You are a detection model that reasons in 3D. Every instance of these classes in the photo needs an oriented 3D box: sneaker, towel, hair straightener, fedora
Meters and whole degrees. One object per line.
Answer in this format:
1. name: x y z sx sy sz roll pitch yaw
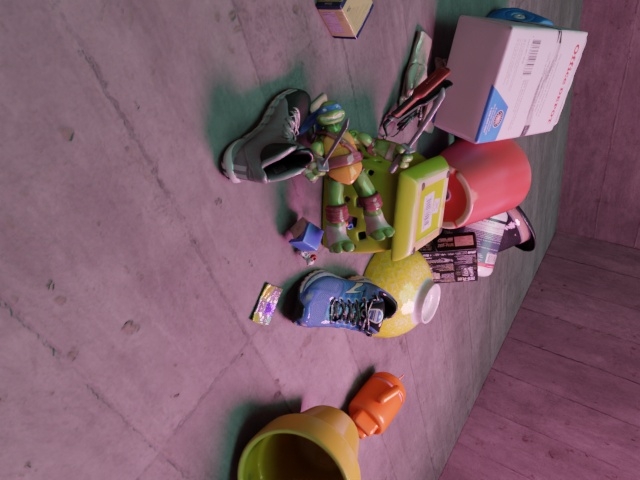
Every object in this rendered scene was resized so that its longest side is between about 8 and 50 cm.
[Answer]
1. sneaker: 0.069 0.145 1.143 0.329 0.147 0.130 0 105 -50
2. towel: -0.107 0.129 1.006 0.060 0.009 0.083 39 72 -56
3. sneaker: -0.049 -0.168 0.841 0.229 0.132 0.086 -54 143 -26
4. hair straightener: 0.237 -0.318 1.222 0.230 0.047 0.089 -45 141 -6
5. fedora: 0.651 -0.052 1.869 0.152 0.334 0.334 -37 142 1

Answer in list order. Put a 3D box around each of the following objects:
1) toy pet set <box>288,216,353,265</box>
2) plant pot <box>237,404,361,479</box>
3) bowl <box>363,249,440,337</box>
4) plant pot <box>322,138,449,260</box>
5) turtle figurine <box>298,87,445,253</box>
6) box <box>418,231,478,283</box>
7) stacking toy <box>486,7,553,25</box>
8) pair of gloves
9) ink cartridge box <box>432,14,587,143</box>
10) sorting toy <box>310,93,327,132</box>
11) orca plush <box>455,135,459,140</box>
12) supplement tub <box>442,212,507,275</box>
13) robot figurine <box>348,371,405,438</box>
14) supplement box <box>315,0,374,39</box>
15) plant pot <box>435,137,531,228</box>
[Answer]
1. toy pet set: 0.000 0.000 1.012 0.122 0.065 0.114 -43 131 16
2. plant pot: -0.019 0.489 1.111 0.239 0.253 0.254 -15 118 -70
3. bowl: 0.241 0.154 1.402 0.289 0.156 0.290 -31 129 -46
4. plant pot: 0.152 -0.089 1.110 0.227 0.207 0.228 -26 127 -49
5. turtle figurine: 0.070 -0.112 0.891 0.197 0.274 0.267 -37 122 -47
6. box: 0.393 0.056 1.546 0.078 0.180 0.147 -80 159 -45
7. stacking toy: 0.611 -0.583 1.633 0.175 0.165 0.302 -30 142 -25
8. pair of gloves: 0.283 -0.405 1.307 0.240 0.042 0.204 16 91 -56
9. ink cartridge box: 0.519 -0.441 1.364 0.394 0.166 0.286 -15 128 -37
10. sorting toy: 0.009 -0.259 0.995 0.083 0.012 0.062 -49 140 -31
11. orca plush: 0.525 -0.293 1.661 0.151 0.102 0.287 -55 143 -26
12. supplement tub: 0.516 -0.030 1.690 0.191 0.191 0.273 6 99 -57
13. robot figurine: 0.169 0.476 1.468 0.219 0.128 0.158 -41 135 -39
14. supplement box: 0.047 -0.437 0.928 0.083 0.056 0.083 42 70 -55
15. plant pot: 0.423 -0.166 1.445 0.243 0.274 0.275 -26 126 -35
